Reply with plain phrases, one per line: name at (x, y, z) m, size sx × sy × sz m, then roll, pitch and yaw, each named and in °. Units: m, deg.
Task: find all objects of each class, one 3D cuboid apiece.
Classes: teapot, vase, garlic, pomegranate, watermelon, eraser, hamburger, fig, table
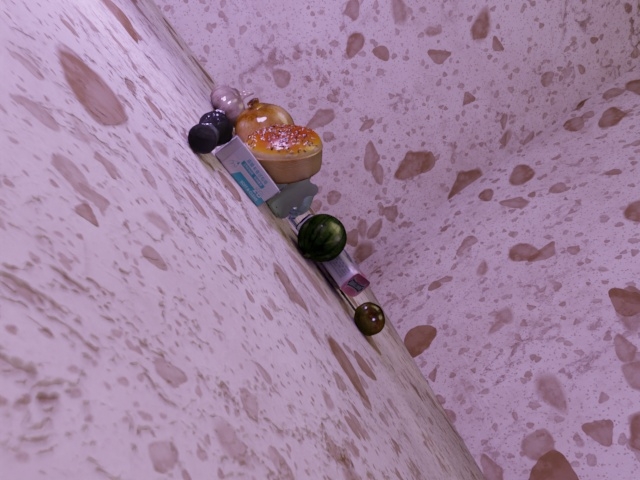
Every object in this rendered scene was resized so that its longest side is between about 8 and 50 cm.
teapot at (-0.116, -0.171, 2.151) m, size 0.159 × 0.158 × 0.232 m, roll 54°, pitch -5°, yaw 5°
vase at (-0.315, -0.303, 1.295) m, size 0.116 × 0.115 × 0.237 m, roll 52°, pitch 10°, yaw -19°
garlic at (-0.428, -0.701, 2.294) m, size 0.219 × 0.212 × 0.218 m, roll 53°, pitch -1°, yaw 2°
pomegranate at (-0.264, -0.517, 2.155) m, size 0.319 × 0.319 × 0.319 m, roll 53°, pitch 5°, yaw -6°
watermelon at (0.000, 0.000, 1.764) m, size 0.187 × 0.215 × 0.188 m, roll 29°, pitch -23°, yaw 14°
eraser at (-0.236, -0.225, 1.488) m, size 0.225 × 0.095 × 0.052 m, roll 52°, pitch 6°, yaw -24°
hamburger at (-0.133, -0.316, 1.623) m, size 0.300 × 0.299 × 0.176 m, roll -116°, pitch -159°, yaw -63°
fig at (0.201, 0.311, 1.850) m, size 0.133 × 0.127 × 0.185 m, roll 41°, pitch 7°, yaw 7°
table at (-0.124, -0.202, 1.799) m, size 0.167 × 0.198 × 0.166 m, roll 53°, pitch 4°, yaw -6°

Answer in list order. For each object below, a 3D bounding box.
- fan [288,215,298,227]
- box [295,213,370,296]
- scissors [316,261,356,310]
fan at (-0.086, -0.032, 2.091) m, size 0.193 × 0.016 × 0.038 m, roll 55°, pitch 2°, yaw -7°
box at (0.047, 0.060, 1.940) m, size 0.370 × 0.112 × 0.190 m, roll 51°, pitch 5°, yaw 32°
scissors at (0.077, 0.205, 1.954) m, size 0.318 × 0.024 × 0.160 m, roll 53°, pitch 4°, yaw 0°
